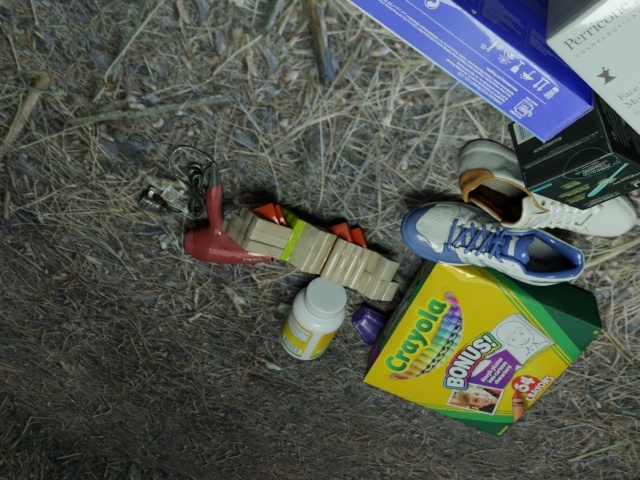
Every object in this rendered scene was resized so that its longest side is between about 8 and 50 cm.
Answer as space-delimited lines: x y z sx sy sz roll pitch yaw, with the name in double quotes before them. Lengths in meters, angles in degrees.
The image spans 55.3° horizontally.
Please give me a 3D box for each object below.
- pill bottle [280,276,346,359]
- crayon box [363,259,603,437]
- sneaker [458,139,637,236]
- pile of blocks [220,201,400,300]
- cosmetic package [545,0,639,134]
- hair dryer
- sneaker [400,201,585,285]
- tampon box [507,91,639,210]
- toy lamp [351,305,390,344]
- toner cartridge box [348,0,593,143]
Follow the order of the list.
"pill bottle" -0.013 0.170 1.344 0.118 0.117 0.208 21 142 -2
"crayon box" 0.297 0.198 1.194 0.313 0.106 0.362 22 128 -2
"sneaker" 0.343 -0.046 0.936 0.290 0.123 0.105 19 140 -1
"pile of blocks" 0.000 0.000 1.170 0.362 0.149 0.112 23 99 -19
"cosmetic package" 0.366 -0.243 0.666 0.184 0.151 0.151 34 138 -18
"hair dryer" -0.214 -0.036 1.214 0.294 0.080 0.224 36 138 -21
"sneaker" 0.282 -0.002 0.992 0.297 0.111 0.131 12 176 -4
"tampon box" 0.353 -0.118 0.812 0.161 0.101 0.120 10 154 -41
"toy lamp" 0.176 0.242 1.383 0.275 0.080 0.080 41 137 -24
"toner cartridge box" 0.162 -0.275 0.704 0.348 0.165 0.075 31 140 -14
